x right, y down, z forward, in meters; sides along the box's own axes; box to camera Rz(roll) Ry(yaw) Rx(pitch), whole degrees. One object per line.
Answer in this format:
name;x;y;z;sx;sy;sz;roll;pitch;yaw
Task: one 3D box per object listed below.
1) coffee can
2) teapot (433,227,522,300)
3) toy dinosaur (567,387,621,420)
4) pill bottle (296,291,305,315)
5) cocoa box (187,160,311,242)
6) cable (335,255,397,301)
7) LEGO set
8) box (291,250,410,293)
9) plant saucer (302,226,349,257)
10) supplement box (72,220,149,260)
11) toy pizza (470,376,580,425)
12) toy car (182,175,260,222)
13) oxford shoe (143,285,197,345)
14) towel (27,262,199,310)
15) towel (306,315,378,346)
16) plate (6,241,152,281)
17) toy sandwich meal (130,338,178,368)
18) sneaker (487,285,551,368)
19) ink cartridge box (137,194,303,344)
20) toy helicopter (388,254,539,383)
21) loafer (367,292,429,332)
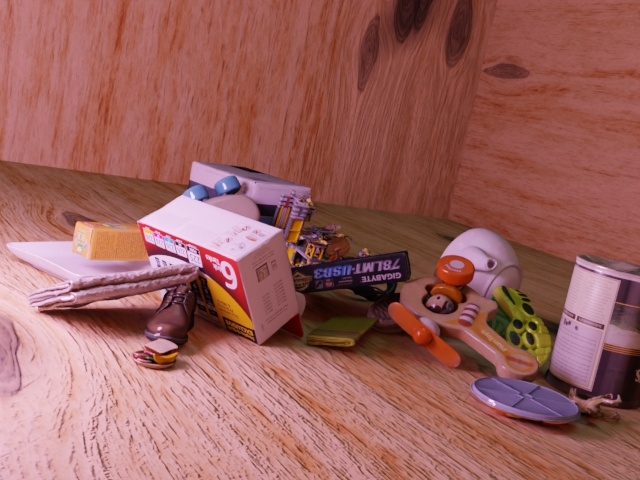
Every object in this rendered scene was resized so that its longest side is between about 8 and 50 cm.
coffee can;0.605;0.186;1.746;0.202;0.275;0.201;11;9;-2
teapot;0.425;0.106;2.111;0.256;0.252;0.187;-13;36;-40
toy dinosaur;0.522;0.321;1.581;0.093;0.053;0.183;-3;1;4
pill bottle;-0.112;0.126;1.825;0.152;0.086;0.086;17;11;35
cocoa box;-0.238;-0.099;2.606;0.232;0.227;0.347;3;13;-43
cable;0.122;0.102;2.239;0.185;0.047;0.150;9;33;-23
LEGO set;0.002;-0.021;2.400;0.255;0.192;0.331;11;17;-26
box;0.067;0.077;1.989;0.296;0.073;0.293;-8;-2;6
plant saucer;0.000;0.000;2.761;0.200;0.037;0.200;7;22;-3
supplement box;-0.445;0.003;1.910;0.233;0.080;0.078;-1;13;-46
toy pizza;0.374;0.300;1.527;0.201;0.032;0.201;10;9;-2
toy car;-0.302;-0.026;2.376;0.210;0.219;0.238;-21;-13;-37
oxford shoe;-0.276;0.133;1.544;0.083;0.096;0.227;12;10;-5
towel;-0.387;0.089;1.567;0.282;0.049;0.187;-8;-3;-43
towel;0.050;0.192;1.772;0.102;0.021;0.237;4;6;16
plate;-0.519;0.055;1.880;0.278;0.045;0.277;18;12;35
toy sandwich meal;-0.277;0.189;1.394;0.086;0.029;0.085;11;9;-2
sneaker;0.444;0.220;1.888;0.110;0.123;0.295;13;27;-4
ink cartridge box;-0.200;0.081;1.701;0.310;0.271;0.130;18;42;40
toy helicopter;0.299;0.186;1.735;0.235;0.140;0.355;-17;40;-33
loafer;0.231;0.175;1.953;0.269;0.092;0.102;-10;37;-24
